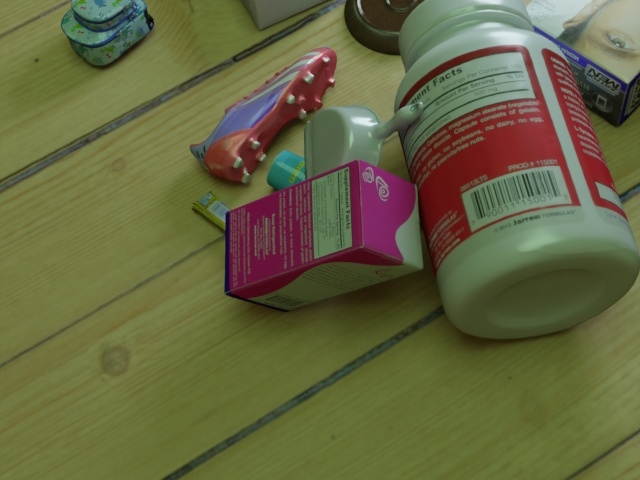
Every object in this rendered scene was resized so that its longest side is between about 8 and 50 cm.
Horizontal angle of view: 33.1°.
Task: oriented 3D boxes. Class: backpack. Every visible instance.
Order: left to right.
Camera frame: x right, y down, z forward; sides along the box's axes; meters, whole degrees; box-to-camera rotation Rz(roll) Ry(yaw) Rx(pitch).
[{"bbox_3d":[-0.319,-0.323,1.574,0.105,0.084,0.114,36,73,25],"label":"backpack"}]

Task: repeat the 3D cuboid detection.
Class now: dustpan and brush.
[{"bbox_3d":[0.051,-0.122,1.320,0.060,0.211,0.147,8,66,-24],"label":"dustpan and brush"}]

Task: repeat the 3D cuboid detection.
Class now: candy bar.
[{"bbox_3d":[-0.106,-0.015,1.413,0.161,0.018,0.040,36,67,23],"label":"candy bar"}]

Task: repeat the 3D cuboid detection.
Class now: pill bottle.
[{"bbox_3d":[0.218,-0.105,1.306,0.229,0.229,0.407,-11,60,0],"label":"pill bottle"}]

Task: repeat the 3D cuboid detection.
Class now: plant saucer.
[{"bbox_3d":[0.117,-0.345,1.568,0.169,0.029,0.168,-2,60,4],"label":"plant saucer"}]

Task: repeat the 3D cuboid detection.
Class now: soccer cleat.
[{"bbox_3d":[-0.074,-0.185,1.473,0.095,0.083,0.248,31,71,26],"label":"soccer cleat"}]

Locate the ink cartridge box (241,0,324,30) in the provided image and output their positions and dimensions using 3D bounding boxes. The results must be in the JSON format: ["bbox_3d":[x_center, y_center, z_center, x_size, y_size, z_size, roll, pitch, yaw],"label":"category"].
[{"bbox_3d":[-0.075,-0.426,1.605,0.140,0.082,0.190,-25,62,-7],"label":"ink cartridge box"}]

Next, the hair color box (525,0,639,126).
[{"bbox_3d":[0.443,-0.336,1.482,0.185,0.110,0.339,38,73,23],"label":"hair color box"}]

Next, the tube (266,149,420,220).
[{"bbox_3d":[0.029,-0.051,1.406,0.207,0.052,0.080,27,79,15],"label":"tube"}]

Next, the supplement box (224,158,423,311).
[{"bbox_3d":[0.000,0.000,1.271,0.220,0.111,0.113,-18,64,38],"label":"supplement box"}]
